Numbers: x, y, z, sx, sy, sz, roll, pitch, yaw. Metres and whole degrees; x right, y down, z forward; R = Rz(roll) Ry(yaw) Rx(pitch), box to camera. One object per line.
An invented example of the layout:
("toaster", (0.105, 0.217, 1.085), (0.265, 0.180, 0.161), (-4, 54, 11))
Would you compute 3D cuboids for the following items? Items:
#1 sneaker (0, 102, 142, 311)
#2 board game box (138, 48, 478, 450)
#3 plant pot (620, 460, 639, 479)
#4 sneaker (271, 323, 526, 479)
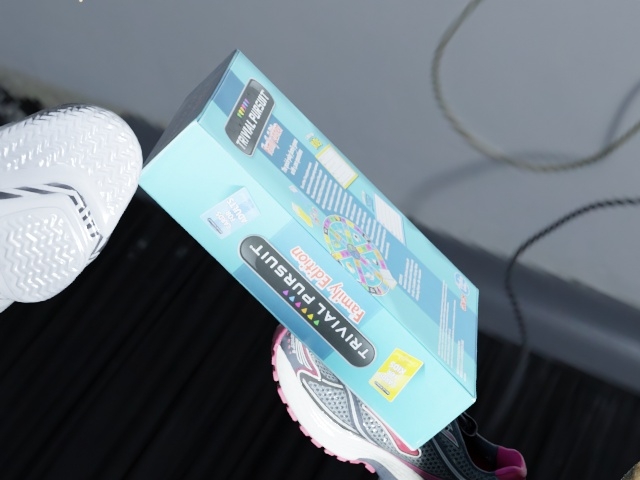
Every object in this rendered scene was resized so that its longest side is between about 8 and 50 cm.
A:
("sneaker", (-0.289, -0.003, 1.432), (0.366, 0.210, 0.137), (-40, 103, 15))
("board game box", (0.000, 0.000, 1.531), (0.079, 0.254, 0.336), (-42, 101, 18))
("plant pot", (0.376, 0.322, 1.442), (0.254, 0.237, 0.237), (32, 142, 42))
("sneaker", (0.075, 0.174, 1.720), (0.299, 0.121, 0.112), (39, 117, -11))
